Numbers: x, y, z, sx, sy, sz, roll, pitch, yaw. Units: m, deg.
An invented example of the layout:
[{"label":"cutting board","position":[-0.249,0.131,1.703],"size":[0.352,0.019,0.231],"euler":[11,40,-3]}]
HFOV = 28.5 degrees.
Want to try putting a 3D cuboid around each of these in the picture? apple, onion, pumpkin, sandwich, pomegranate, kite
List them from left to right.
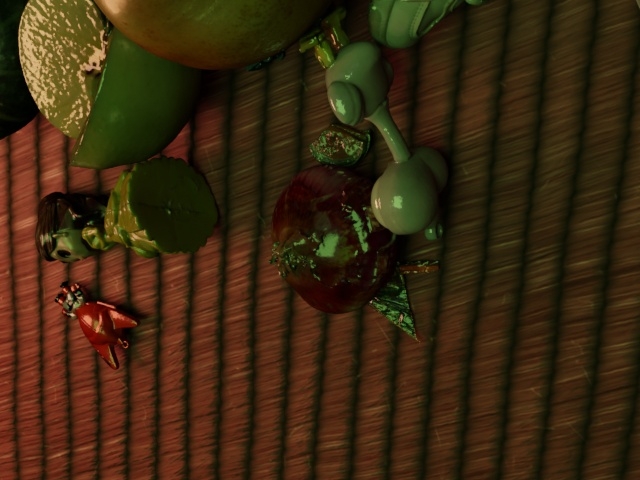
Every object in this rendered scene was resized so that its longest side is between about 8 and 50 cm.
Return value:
[{"label":"pumpkin","position":[-0.569,-0.312,2.073],"size":[0.300,0.207,0.300],"euler":[4,111,11]},{"label":"apple","position":[-0.306,-0.257,1.931],"size":[0.295,0.233,0.257],"euler":[43,134,40]},{"label":"pomegranate","position":[-0.138,-0.443,1.700],"size":[0.417,0.417,0.416],"euler":[8,108,24]},{"label":"onion","position":[0.000,0.000,1.896],"size":[0.230,0.163,0.229],"euler":[5,97,46]},{"label":"sandwich","position":[0.029,-0.142,1.925],"size":[0.101,0.026,0.069],"euler":[12,111,23]},{"label":"kite","position":[0.099,0.051,1.958],"size":[0.189,0.009,0.232],"euler":[-7,101,28]}]

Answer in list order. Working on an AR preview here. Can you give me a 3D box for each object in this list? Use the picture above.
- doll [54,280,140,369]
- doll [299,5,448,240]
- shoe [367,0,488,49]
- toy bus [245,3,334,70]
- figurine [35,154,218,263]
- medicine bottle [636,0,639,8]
[{"label":"doll","position":[-0.396,0.137,2.201],"size":[0.169,0.057,0.109],"euler":[34,114,13]},{"label":"doll","position":[0.092,-0.153,1.793],"size":[0.094,0.160,0.365],"euler":[-13,114,33]},{"label":"shoe","position":[0.196,-0.391,1.690],"size":[0.198,0.172,0.351],"euler":[26,125,1]},{"label":"toy bus","position":[-0.056,-0.321,1.903],"size":[0.166,0.047,0.065],"euler":[-34,84,29]},{"label":"figurine","position":[-0.348,-0.023,2.080],"size":[0.315,0.187,0.168],"euler":[-16,102,38]},{"label":"medicine bottle","position":[0.535,-0.362,1.486],"size":[0.302,0.241,0.241],"euler":[-9,101,37]}]
